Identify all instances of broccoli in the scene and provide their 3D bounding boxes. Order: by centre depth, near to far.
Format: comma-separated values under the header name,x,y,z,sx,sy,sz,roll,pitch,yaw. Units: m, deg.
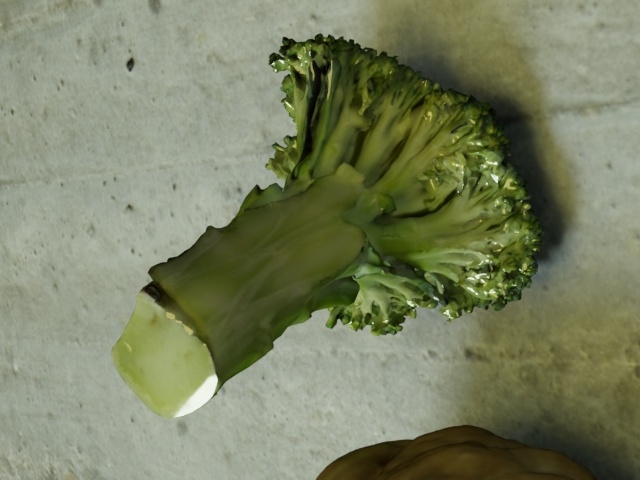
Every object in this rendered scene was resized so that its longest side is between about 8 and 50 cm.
name,x,y,z,sx,sy,sz,roll,pitch,yaw
broccoli,0.010,0.019,1.023,0.221,0.361,0.252,-23,118,43

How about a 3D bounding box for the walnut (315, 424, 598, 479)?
name,x,y,z,sx,sy,sz,roll,pitch,yaw
walnut,0.099,0.280,1.035,0.296,0.285,0.285,-40,68,40
